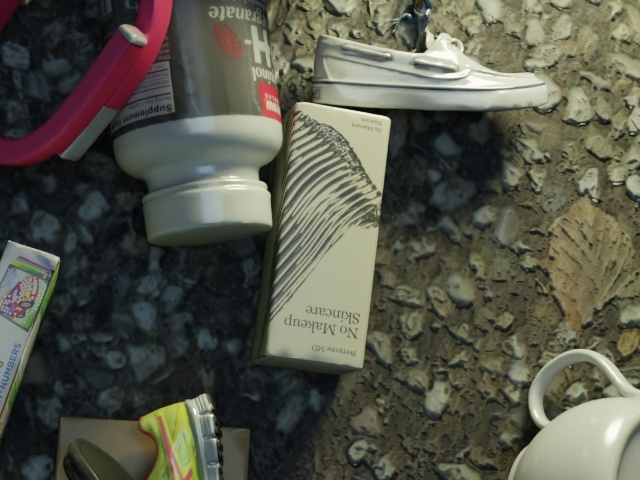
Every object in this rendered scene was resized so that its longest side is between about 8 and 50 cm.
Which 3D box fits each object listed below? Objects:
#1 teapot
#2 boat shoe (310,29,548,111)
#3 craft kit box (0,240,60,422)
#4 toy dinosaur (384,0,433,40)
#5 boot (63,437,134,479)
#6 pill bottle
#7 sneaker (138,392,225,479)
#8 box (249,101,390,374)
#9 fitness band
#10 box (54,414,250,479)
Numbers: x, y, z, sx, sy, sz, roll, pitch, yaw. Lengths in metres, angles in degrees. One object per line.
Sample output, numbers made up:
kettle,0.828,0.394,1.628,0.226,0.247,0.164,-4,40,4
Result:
teapot,0.278,0.281,1.554,0.256,0.187,0.252,-40,113,-45
boat shoe,0.123,-0.188,1.632,0.267,0.096,0.088,2,96,-5
craft kit box,-0.314,0.140,1.400,0.061,0.250,0.246,22,76,-7
toy dinosaur,0.120,-0.259,1.675,0.090,0.047,0.082,-22,107,-27
boot,-0.258,0.351,1.438,0.229,0.091,0.263,-27,88,7
pill bottle,-0.133,-0.160,1.528,0.176,0.176,0.318,-5,82,-14
sneaker,-0.140,0.264,1.494,0.094,0.081,0.208,-7,79,-2
box,0.000,0.000,1.575,0.113,0.094,0.275,8,79,-12
fitness band,-0.269,-0.205,1.479,0.291,0.054,0.209,-49,64,19
box,-0.176,0.269,1.529,0.201,0.021,0.164,5,80,-12
